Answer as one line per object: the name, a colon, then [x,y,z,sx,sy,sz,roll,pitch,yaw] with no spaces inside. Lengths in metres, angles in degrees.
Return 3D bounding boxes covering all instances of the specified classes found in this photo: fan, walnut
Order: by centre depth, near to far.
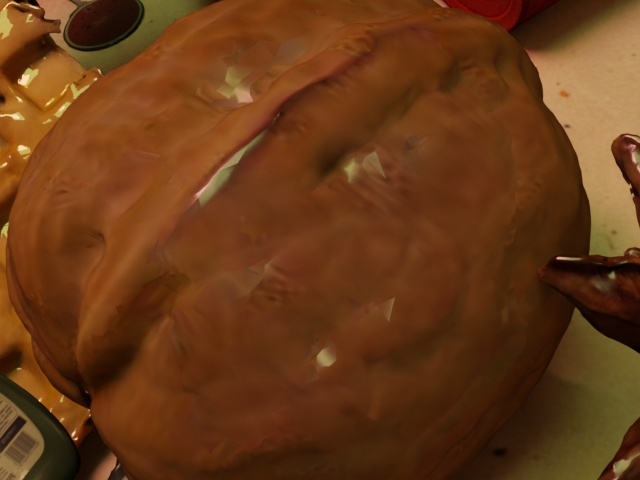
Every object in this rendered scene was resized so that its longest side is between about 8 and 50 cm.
walnut: [0.001,0.002,0.696,0.344,0.306,0.306,-36,47,-13]
fan: [-0.228,-0.227,1.181,0.085,0.005,0.133,-38,48,-15]

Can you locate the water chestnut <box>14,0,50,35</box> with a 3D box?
water chestnut: [-0.366,-0.153,0.977,0.300,0.300,0.300,-10,46,11]

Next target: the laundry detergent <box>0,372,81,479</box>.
laundry detergent: [-0.265,0.117,0.707,0.221,0.078,0.144,36,65,-6]

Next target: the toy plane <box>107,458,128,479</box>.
toy plane: [-0.128,0.195,0.712,0.160,0.082,0.234,-21,17,40]

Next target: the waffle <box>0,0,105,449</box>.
waffle: [-0.250,-0.015,0.820,0.348,0.077,0.304,45,70,-1]

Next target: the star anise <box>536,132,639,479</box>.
star anise: [0.242,0.064,0.624,0.288,0.088,0.288,4,77,-18]

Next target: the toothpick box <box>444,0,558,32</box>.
toothpick box: [0.237,-0.339,0.979,0.333,0.204,0.204,-32,46,-11]
